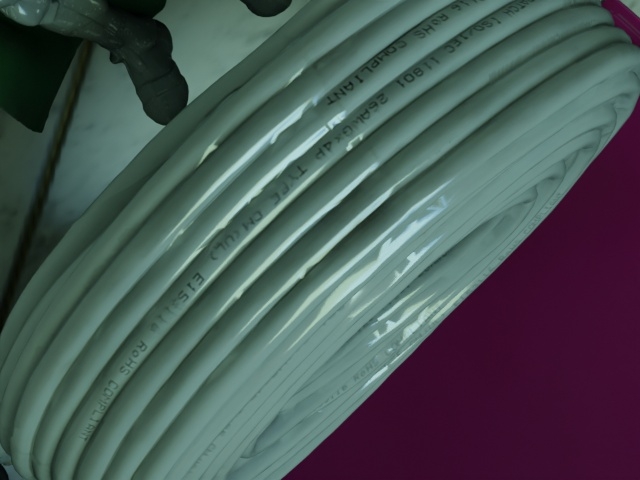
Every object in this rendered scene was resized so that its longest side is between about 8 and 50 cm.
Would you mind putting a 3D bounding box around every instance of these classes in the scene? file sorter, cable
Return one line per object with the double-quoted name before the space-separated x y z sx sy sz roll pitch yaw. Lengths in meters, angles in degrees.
"file sorter" 0.137 0.079 0.842 0.290 0.202 0.182 -49 152 14
"cable" 0.000 0.000 0.619 0.257 0.089 0.257 -40 170 -15

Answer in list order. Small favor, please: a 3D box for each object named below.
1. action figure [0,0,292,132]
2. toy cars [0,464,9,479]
"action figure" -0.098 -0.094 0.466 0.137 0.063 0.232 -46 148 15
"toy cars" -0.074 0.189 0.752 0.087 0.176 0.393 -48 152 -1
